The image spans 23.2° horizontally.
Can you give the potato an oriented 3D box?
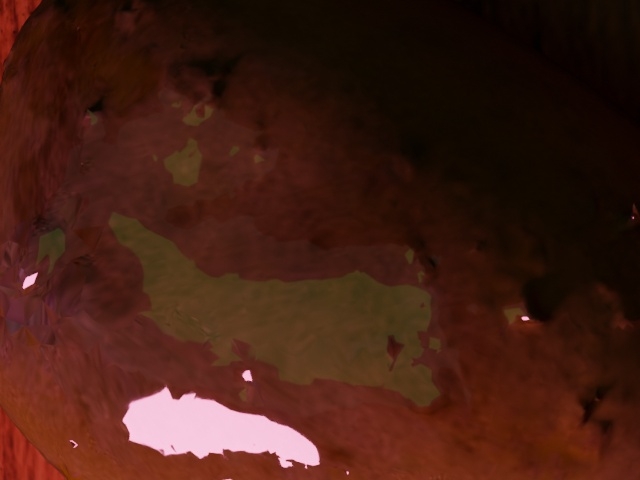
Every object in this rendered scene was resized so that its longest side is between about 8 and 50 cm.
[{"bbox_3d":[-0.002,0.019,0.657,0.359,0.219,0.270,31,105,33],"label":"potato"}]
